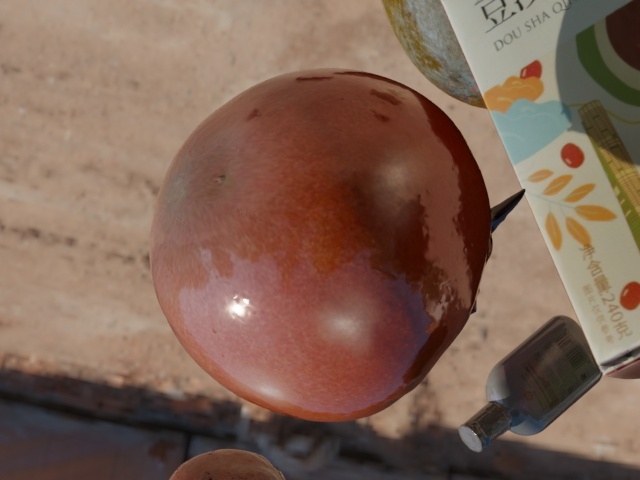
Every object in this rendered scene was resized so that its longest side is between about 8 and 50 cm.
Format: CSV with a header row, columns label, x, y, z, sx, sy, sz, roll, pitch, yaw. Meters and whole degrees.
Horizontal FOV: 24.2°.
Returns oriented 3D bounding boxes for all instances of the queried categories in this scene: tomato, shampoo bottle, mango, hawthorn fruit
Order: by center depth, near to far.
label,x,y,z,sx,sy,sz,roll,pitch,yaw
tomato,0.000,0.000,1.082,0.255,0.256,0.224,-12,149,40
shampoo bottle,0.200,0.144,1.436,0.080,0.165,0.040,57,154,-6
mango,0.143,-0.266,1.546,0.192,0.146,0.316,-1,136,47
hawthorn fruit,-0.150,0.375,2.012,0.235,0.181,0.181,-10,160,-14

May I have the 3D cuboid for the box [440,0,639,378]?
label,x,y,z,sx,sy,sz,roll,pitch,yaw
box,0.329,-0.126,1.264,0.344,0.385,0.122,-31,161,29
